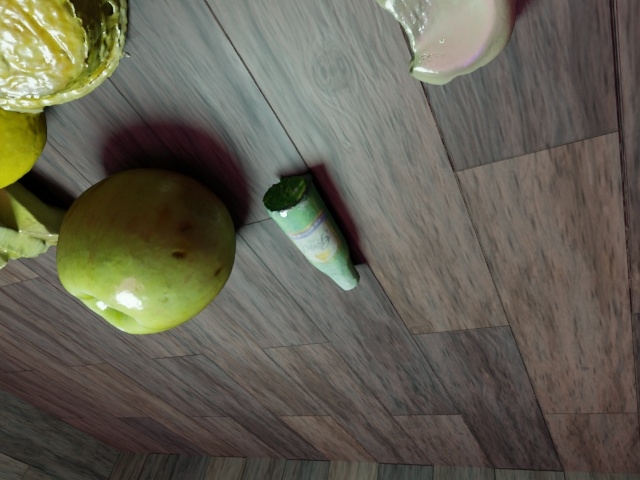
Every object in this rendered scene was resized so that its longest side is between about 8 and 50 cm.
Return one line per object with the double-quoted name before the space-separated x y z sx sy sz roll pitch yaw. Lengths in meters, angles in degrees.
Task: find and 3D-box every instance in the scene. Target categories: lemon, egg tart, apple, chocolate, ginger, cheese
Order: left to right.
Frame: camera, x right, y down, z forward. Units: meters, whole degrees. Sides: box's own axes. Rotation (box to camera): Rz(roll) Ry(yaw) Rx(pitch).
"lemon" -0.622 -0.196 0.787 0.236 0.236 0.263 37 96 -24
"ginger" -0.789 -0.062 1.005 0.413 0.211 0.358 -6 133 23
"egg tart" -0.418 -0.298 0.590 0.341 0.132 0.341 -20 152 -11
"apple" -0.338 0.032 0.901 0.338 0.305 0.338 7 140 6
"chocolate" 0.000 0.000 0.928 0.110 0.110 0.291 -12 134 27
"cheese" 0.124 -0.330 0.543 0.163 0.082 0.286 -24 124 34
